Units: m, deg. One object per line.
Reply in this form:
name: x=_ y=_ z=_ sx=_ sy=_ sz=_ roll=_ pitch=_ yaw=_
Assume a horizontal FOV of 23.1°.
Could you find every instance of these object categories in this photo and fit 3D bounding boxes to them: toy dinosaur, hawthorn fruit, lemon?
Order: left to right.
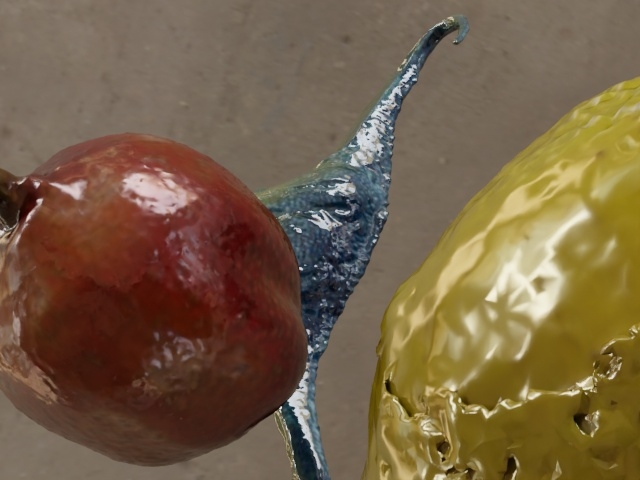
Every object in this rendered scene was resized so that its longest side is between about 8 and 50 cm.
hawthorn fruit: x=-0.101 y=0.028 z=0.793 sx=0.169 sy=0.188 sz=0.169 roll=-25 pitch=50 yaw=34
toy dinosaur: x=-0.011 y=0.002 z=0.966 sx=0.147 sy=0.076 sz=0.363 roll=6 pitch=57 yaw=25
lemon: x=0.144 y=0.066 z=0.502 sx=0.310 sy=0.253 sz=0.253 roll=-26 pitch=76 yaw=15
